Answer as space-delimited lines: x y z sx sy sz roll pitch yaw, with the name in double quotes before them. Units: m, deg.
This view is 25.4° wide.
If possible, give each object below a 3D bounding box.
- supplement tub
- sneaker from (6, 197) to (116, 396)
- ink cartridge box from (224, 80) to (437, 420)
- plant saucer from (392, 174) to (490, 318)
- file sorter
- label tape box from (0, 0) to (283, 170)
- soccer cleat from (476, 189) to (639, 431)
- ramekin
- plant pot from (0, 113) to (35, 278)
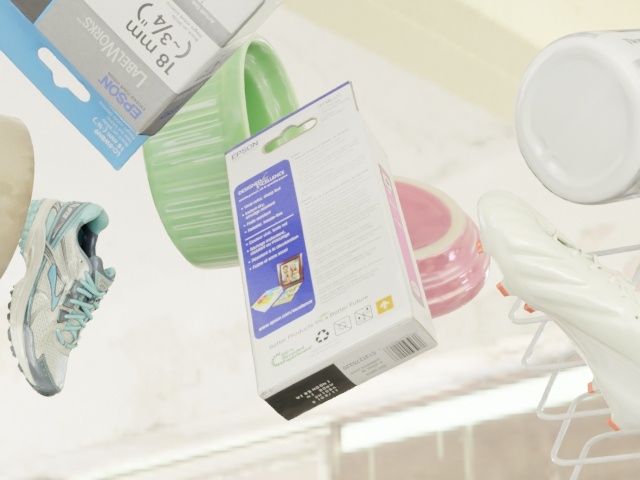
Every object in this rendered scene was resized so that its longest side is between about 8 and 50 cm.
"supplement tub" 0.388 -0.150 1.637 0.316 0.193 0.194 -11 -9 -43
"sneaker" -0.341 0.068 1.892 0.122 0.283 0.110 -6 -23 11
"ink cartridge box" 0.000 0.000 1.488 0.176 0.371 0.069 -29 -46 16
"plant saucer" 0.082 -0.003 2.054 0.332 0.332 0.084 0 -58 -5
"file sorter" 0.357 0.164 1.723 0.173 0.277 0.193 -10 19 27
"label tape box" -0.216 -0.241 1.470 0.334 0.240 0.106 -43 2 28
"soccer cleat" 0.178 0.038 0.919 0.076 0.196 0.068 -34 7 35
"ramekin" -0.117 -0.105 1.844 0.148 0.303 0.303 -12 -22 14
"plant pot" -0.526 -0.069 1.701 0.274 0.256 0.256 19 -28 -37
